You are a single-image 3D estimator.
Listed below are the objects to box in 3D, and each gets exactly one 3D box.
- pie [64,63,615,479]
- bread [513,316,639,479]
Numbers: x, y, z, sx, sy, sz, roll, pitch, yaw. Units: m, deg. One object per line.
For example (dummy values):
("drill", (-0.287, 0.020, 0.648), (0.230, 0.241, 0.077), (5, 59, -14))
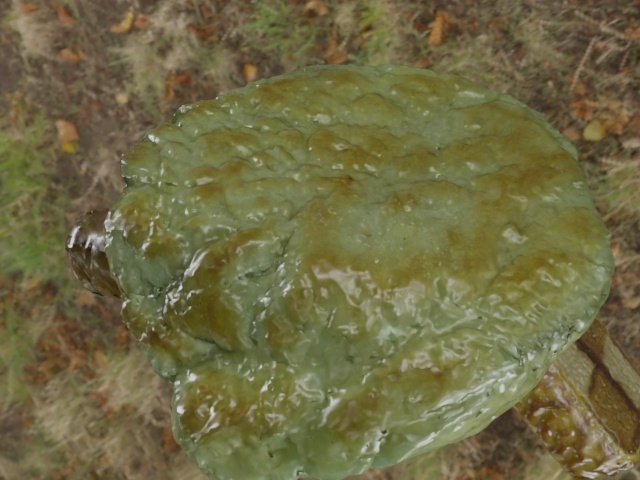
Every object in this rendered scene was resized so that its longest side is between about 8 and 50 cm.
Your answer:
("pie", (0.009, -0.003, 0.512), (0.274, 0.257, 0.105), (47, 166, 43))
("bread", (0.301, 0.163, 1.165), (0.096, 0.181, 0.222), (-33, 101, 40))
